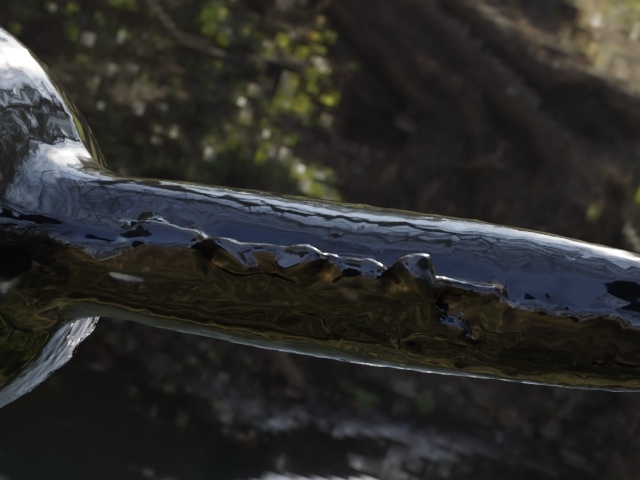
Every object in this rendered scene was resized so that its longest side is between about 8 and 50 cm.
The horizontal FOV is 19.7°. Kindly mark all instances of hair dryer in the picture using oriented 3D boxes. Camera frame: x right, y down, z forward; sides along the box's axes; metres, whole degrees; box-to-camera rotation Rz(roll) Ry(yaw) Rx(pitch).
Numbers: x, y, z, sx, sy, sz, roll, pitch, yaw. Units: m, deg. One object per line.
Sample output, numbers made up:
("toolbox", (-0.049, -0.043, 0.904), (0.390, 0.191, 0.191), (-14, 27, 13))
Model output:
("hair dryer", (0.000, 0.000, 0.386), (0.359, 0.120, 0.304), (7, -7, 7))
